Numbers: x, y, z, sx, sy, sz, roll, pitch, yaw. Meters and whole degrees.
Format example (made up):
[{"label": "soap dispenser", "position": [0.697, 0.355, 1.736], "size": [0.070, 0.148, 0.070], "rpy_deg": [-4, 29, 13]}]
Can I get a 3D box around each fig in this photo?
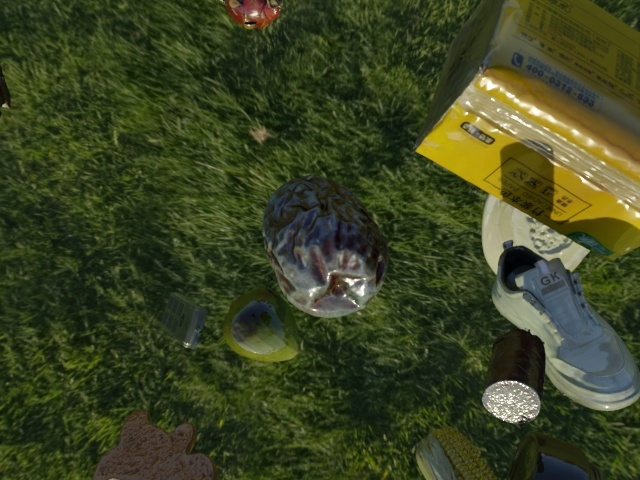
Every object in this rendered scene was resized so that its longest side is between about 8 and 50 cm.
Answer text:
[{"label": "fig", "position": [-0.170, 0.255, 1.553], "size": [0.207, 0.207, 0.230], "rpy_deg": [-34, 73, 0]}]

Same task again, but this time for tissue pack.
[{"label": "tissue pack", "position": [0.375, -0.196, 0.832], "size": [0.382, 0.228, 0.293], "rpy_deg": [28, 61, -9]}]

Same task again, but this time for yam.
[{"label": "yam", "position": [0.267, 0.183, 0.734], "size": [0.079, 0.141, 0.079], "rpy_deg": [8, 112, 21]}]

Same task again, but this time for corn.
[{"label": "corn", "position": [0.286, 0.489, 0.980], "size": [0.122, 0.123, 0.305], "rpy_deg": [-17, 46, -17]}]

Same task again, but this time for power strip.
[{"label": "power strip", "position": [-0.251, 0.145, 0.988], "size": [0.028, 0.169, 0.076], "rpy_deg": [21, 84, -33]}]

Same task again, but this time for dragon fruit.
[{"label": "dragon fruit", "position": [-0.192, -0.613, 1.387], "size": [0.125, 0.246, 0.125], "rpy_deg": [19, 102, -39]}]

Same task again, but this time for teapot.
[{"label": "teapot", "position": [0.466, 0.479, 1.036], "size": [0.175, 0.268, 0.186], "rpy_deg": [22, 112, 10]}]

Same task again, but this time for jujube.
[{"label": "jujube", "position": [0.000, 0.000, 1.033], "size": [0.226, 0.317, 0.226], "rpy_deg": [-8, 126, -12]}]

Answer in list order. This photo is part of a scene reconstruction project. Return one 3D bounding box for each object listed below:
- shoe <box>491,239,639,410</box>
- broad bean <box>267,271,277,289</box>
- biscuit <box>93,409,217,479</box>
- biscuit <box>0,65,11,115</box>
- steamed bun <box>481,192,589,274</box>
[{"label": "shoe", "position": [0.367, 0.104, 0.839], "size": [0.124, 0.316, 0.159], "rpy_deg": [-25, 122, -5]}, {"label": "broad bean", "position": [-0.049, 0.147, 1.558], "size": [0.056, 0.318, 0.098], "rpy_deg": [-29, 120, -34]}, {"label": "biscuit", "position": [-0.279, 0.394, 0.939], "size": [0.250, 0.036, 0.165], "rpy_deg": [5, 49, 31]}, {"label": "biscuit", "position": [-0.390, -0.220, 0.510], "size": [0.106, 0.070, 0.252], "rpy_deg": [4, 130, -2]}, {"label": "steamed bun", "position": [0.624, -0.113, 1.424], "size": [0.290, 0.371, 0.456], "rpy_deg": [38, 121, 21]}]
